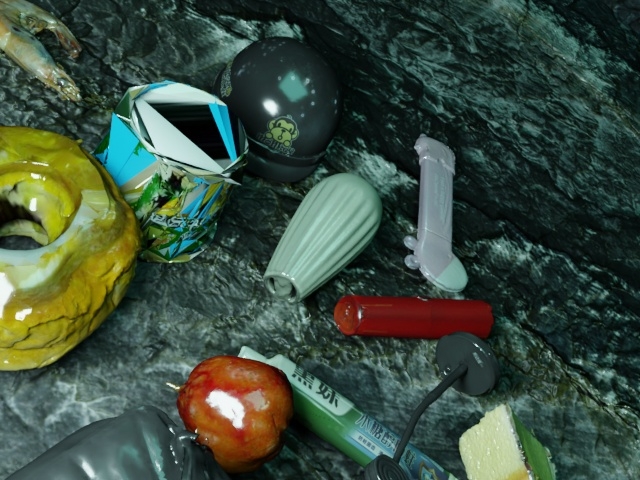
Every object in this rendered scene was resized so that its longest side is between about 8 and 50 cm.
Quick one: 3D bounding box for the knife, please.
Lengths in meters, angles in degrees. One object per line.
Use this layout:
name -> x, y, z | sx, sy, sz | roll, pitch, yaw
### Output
knife -> 0.212, -0.059, 1.746 | 0.132, 0.038, 0.398 | 27, 42, -17

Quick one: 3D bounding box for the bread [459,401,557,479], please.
bread -> 0.332, 0.369, 1.385 | 0.178, 0.135, 0.240 | 8, 48, -30

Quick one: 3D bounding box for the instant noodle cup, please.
instant noodle cup -> -0.220, -0.108, 1.371 | 0.240, 0.178, 0.240 | 20, 45, -21

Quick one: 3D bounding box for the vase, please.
vase -> 0.000, 0.000, 1.485 | 0.128, 0.128, 0.248 | 39, 51, 0

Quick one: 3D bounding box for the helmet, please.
helmet -> -0.059, -0.246, 1.622 | 0.230, 0.160, 0.279 | 24, 43, -19

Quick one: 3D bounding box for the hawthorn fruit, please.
hawthorn fruit -> -0.117, 0.212, 1.199 | 0.172, 0.148, 0.148 | 27, 43, -3

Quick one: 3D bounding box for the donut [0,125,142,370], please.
donut -> -0.373, -0.005, 1.180 | 0.330, 0.160, 0.330 | 17, 46, -18

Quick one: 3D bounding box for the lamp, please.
lamp -> 0.164, 0.234, 1.346 | 0.130, 0.108, 0.371 | 54, 30, 6

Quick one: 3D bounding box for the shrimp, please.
shrimp -> -0.431, -0.304, 1.483 | 0.143, 0.052, 0.251 | -22, 68, -48

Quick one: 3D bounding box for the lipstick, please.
lipstick -> 0.154, 0.124, 1.520 | 0.280, 0.073, 0.073 | 5, 52, -33

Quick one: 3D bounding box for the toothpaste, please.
toothpaste -> 0.045, 0.267, 1.321 | 0.392, 0.061, 0.099 | 36, 33, -9

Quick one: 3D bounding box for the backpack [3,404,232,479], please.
backpack -> -0.166, 0.397, 0.925 | 0.445, 0.255, 0.363 | 48, 48, 4
